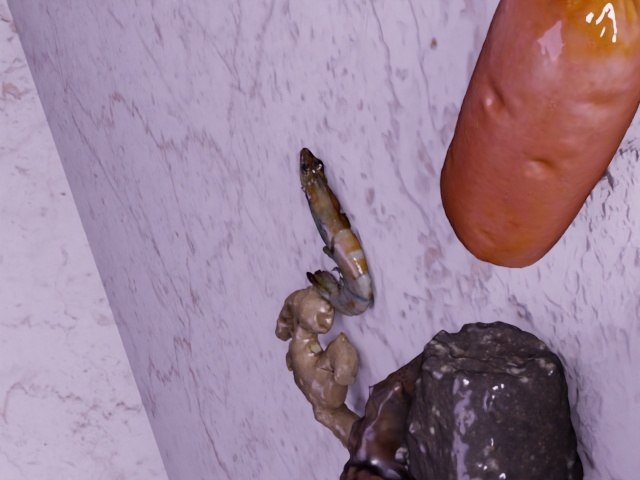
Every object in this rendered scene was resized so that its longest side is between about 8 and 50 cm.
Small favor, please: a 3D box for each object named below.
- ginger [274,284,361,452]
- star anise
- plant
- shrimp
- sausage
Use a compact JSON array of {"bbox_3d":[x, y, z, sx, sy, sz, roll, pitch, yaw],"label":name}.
[{"bbox_3d":[0.012,0.163,1.447,0.149,0.065,0.258,107,143,-54],"label":"ginger"},{"bbox_3d":[0.067,0.251,1.187,0.315,0.108,0.315,12,-90,-76],"label":"star anise"},{"bbox_3d":[0.141,0.174,1.009,0.132,0.129,0.194,-139,40,-56],"label":"plant"},{"bbox_3d":[0.003,-0.001,1.378,0.195,0.035,0.148,67,162,11],"label":"shrimp"},{"bbox_3d":[0.150,-0.087,0.803,0.259,0.114,0.113,104,144,-58],"label":"sausage"}]
